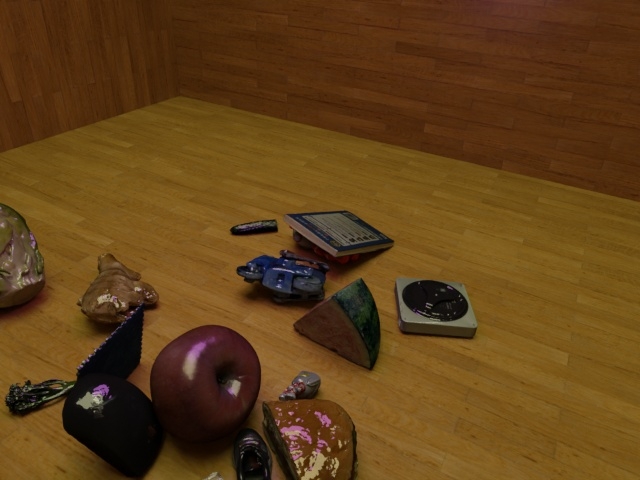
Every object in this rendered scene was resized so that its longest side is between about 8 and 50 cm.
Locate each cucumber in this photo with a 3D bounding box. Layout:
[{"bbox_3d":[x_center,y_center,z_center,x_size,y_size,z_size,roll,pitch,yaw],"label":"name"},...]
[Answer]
[{"bbox_3d":[-0.292,-0.058,2.123,0.214,0.052,0.058,-7,4,-14],"label":"cucumber"}]

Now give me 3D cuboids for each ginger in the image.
[{"bbox_3d":[-0.685,0.149,1.661,0.236,0.166,0.376,-10,39,-3],"label":"ginger"}]

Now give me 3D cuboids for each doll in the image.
[{"bbox_3d":[0.000,0.000,2.002,0.336,0.106,0.199,27,24,32],"label":"doll"},{"bbox_3d":[-0.052,0.412,1.351,0.180,0.094,0.079,-3,66,-63],"label":"doll"}]

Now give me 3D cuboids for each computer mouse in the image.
[{"bbox_3d":[-0.471,0.424,1.143,0.100,0.269,0.170,-18,34,22],"label":"computer mouse"}]

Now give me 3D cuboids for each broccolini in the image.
[{"bbox_3d":[-0.753,0.425,1.334,0.202,0.068,0.091,2,42,-32],"label":"broccolini"}]

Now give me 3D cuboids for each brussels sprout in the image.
[{"bbox_3d":[-1.113,0.062,1.646,0.371,0.314,0.275,56,22,11],"label":"brussels sprout"}]

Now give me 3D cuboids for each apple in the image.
[{"bbox_3d":[-0.302,0.364,1.248,0.234,0.306,0.306,-21,16,37],"label":"apple"}]

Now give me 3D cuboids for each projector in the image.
[{"bbox_3d":[0.402,0.224,1.709,0.258,0.079,0.257,5,31,0],"label":"projector"}]

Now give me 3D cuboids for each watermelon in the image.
[{"bbox_3d":[0.061,0.217,1.540,0.292,0.251,0.283,9,27,4],"label":"watermelon"}]

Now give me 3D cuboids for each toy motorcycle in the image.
[{"bbox_3d":[-0.134,0.139,1.756,0.318,0.241,0.182,13,73,5],"label":"toy motorcycle"}]

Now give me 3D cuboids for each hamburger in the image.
[{"bbox_3d":[-0.002,0.492,1.174,0.208,0.162,0.330,-15,32,-24],"label":"hamburger"}]

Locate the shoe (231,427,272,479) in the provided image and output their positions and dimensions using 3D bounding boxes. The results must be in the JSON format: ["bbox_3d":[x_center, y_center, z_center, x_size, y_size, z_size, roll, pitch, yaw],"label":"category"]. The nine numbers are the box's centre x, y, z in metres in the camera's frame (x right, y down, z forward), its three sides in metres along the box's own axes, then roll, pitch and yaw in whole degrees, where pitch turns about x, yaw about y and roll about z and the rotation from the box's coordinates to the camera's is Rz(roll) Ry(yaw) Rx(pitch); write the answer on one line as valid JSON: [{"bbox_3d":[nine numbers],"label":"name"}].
[{"bbox_3d":[-0.160,0.529,1.146,0.099,0.112,0.228,-7,35,-13],"label":"shoe"}]

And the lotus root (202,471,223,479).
[{"bbox_3d":[-0.267,0.581,1.129,0.037,0.030,0.083,27,38,36],"label":"lotus root"}]

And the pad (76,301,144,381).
[{"bbox_3d":[-0.553,0.332,1.286,0.012,0.269,0.270,22,36,6],"label":"pad"}]

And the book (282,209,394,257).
[{"bbox_3d":[0.086,-0.039,1.998,0.300,0.039,0.427,36,26,31],"label":"book"}]
